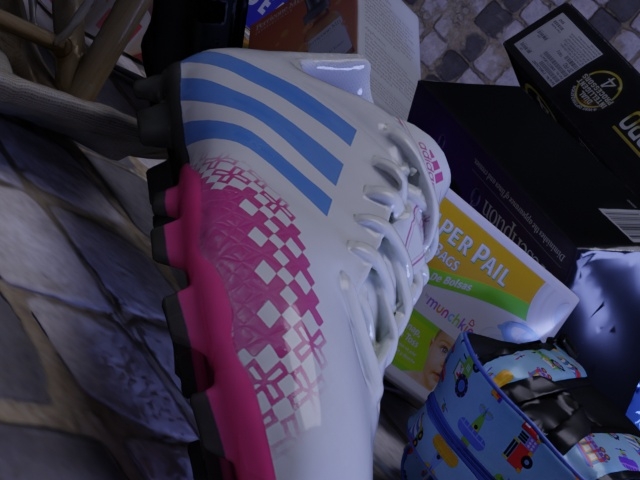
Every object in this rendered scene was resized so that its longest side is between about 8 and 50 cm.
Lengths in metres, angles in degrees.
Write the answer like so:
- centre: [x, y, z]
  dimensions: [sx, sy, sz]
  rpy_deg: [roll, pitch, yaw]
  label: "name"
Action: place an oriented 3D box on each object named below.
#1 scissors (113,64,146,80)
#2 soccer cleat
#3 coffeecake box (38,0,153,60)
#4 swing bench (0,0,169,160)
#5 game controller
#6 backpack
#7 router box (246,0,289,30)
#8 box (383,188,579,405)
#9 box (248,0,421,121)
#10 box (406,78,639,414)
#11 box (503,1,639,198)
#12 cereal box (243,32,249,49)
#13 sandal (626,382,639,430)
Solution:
- centre: [-0.086, -0.101, 1.079]
  dimensions: [0.109, 0.021, 0.297]
  rpy_deg: [46, 10, 14]
  label: "scissors"
- centre: [0.000, 0.000, 0.554]
  dimensions: [0.331, 0.143, 0.116]
  rpy_deg: [-108, -169, -54]
  label: "soccer cleat"
- centre: [-0.134, -0.247, 1.026]
  dimensions: [0.068, 0.185, 0.142]
  rpy_deg: [46, 11, 24]
  label: "coffeecake box"
- centre: [-0.162, -0.187, 0.644]
  dimensions: [0.165, 0.255, 0.253]
  rpy_deg: [14, -1, 22]
  label: "swing bench"
- centre: [-0.079, -0.219, 0.885]
  dimensions: [0.067, 0.319, 0.166]
  rpy_deg: [2, 37, -13]
  label: "game controller"
- centre: [0.112, 0.125, 0.667]
  dimensions: [0.158, 0.117, 0.173]
  rpy_deg: [49, 11, 25]
  label: "backpack"
- centre: [-0.171, -0.369, 1.509]
  dimensions: [0.301, 0.082, 0.335]
  rpy_deg: [41, 6, 22]
  label: "router box"
- centre: [0.039, 0.015, 0.783]
  dimensions: [0.203, 0.114, 0.103]
  rpy_deg: [37, -3, -28]
  label: "box"
- centre: [0.010, -0.135, 1.104]
  dimensions: [0.091, 0.130, 0.170]
  rpy_deg: [39, 37, -35]
  label: "box"
- centre: [0.140, 0.017, 0.960]
  dimensions: [0.103, 0.184, 0.261]
  rpy_deg: [0, 30, -22]
  label: "box"
- centre: [0.352, -0.018, 1.309]
  dimensions: [0.318, 0.097, 0.395]
  rpy_deg: [54, 4, -48]
  label: "box"
- centre: [-0.114, -0.209, 1.279]
  dimensions: [0.173, 0.047, 0.240]
  rpy_deg: [38, 7, -23]
  label: "cereal box"
- centre: [0.357, 0.208, 1.243]
  dimensions: [0.317, 0.126, 0.138]
  rpy_deg: [37, 16, -22]
  label: "sandal"
